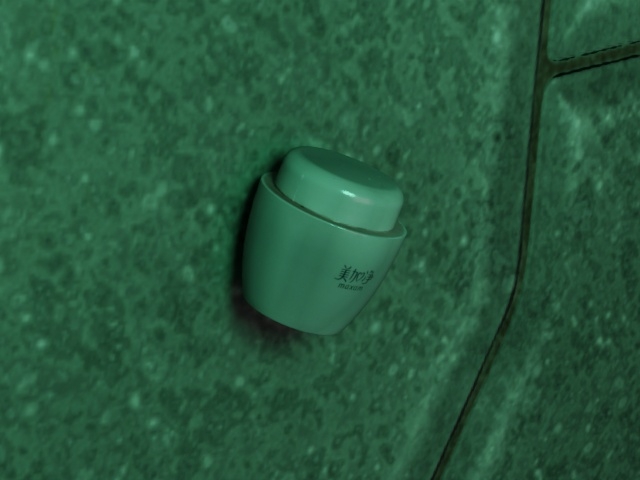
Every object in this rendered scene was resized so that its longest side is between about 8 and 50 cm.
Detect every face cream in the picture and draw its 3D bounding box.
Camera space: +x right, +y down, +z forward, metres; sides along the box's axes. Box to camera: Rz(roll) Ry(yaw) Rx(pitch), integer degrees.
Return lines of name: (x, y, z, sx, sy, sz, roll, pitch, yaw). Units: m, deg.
face cream: (0.000, 0.000, 1.031, 0.091, 0.091, 0.095, 5, 112, -46)
